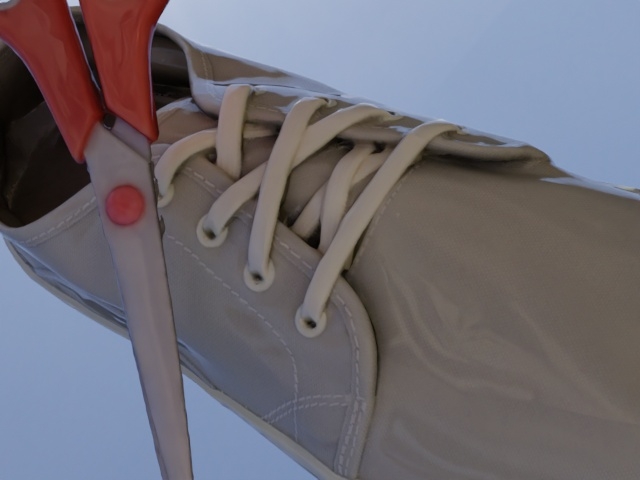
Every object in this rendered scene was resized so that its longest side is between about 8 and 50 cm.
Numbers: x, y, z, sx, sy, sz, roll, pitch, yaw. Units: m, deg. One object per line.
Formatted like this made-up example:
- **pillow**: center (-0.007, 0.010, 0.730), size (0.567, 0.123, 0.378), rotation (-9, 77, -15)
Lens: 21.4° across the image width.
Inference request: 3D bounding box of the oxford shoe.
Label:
- **oxford shoe**: center (0.000, 0.000, 0.715), size (0.449, 0.130, 0.169), rotation (21, -115, 37)

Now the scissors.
- **scissors**: center (-0.068, -0.034, 0.634), size (0.109, 0.021, 0.297), rotation (-26, -98, 9)
